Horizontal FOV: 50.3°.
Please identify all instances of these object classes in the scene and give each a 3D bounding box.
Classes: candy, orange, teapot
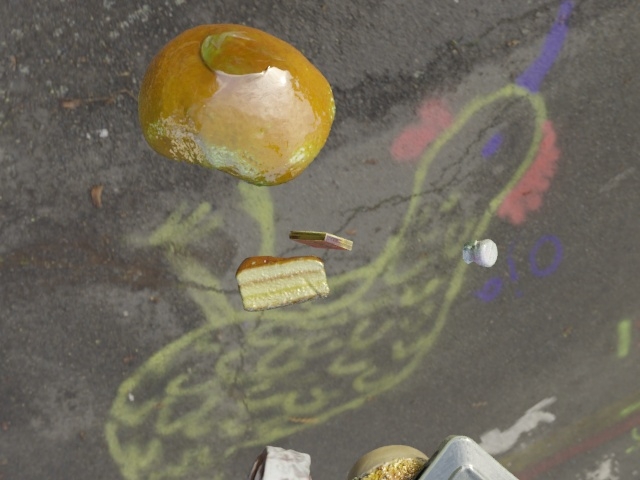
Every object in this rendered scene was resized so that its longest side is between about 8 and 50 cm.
[{"bbox_3d":[-0.080,0.540,1.303,0.157,0.289,0.214,12,131,-6],"label":"candy"},{"bbox_3d":[-0.143,-0.235,1.145,0.334,0.196,0.262,22,74,0],"label":"orange"},{"bbox_3d":[0.359,0.024,1.561,0.083,0.064,0.064,38,64,-36],"label":"teapot"}]

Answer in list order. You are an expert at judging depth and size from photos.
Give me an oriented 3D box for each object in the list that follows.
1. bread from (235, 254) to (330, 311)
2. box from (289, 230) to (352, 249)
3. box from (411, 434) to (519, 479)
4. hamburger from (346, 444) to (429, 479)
[{"bbox_3d":[-0.081,0.085,1.450,0.184,0.234,0.111,-9,86,-4],"label":"bread"},{"bbox_3d":[0.000,0.000,1.637,0.090,0.133,0.023,18,80,-42],"label":"box"},{"bbox_3d":[0.352,0.710,1.616,0.373,0.090,0.367,41,78,3],"label":"box"},{"bbox_3d":[0.199,0.684,1.780,0.302,0.170,0.302,-2,111,-6],"label":"hamburger"}]
